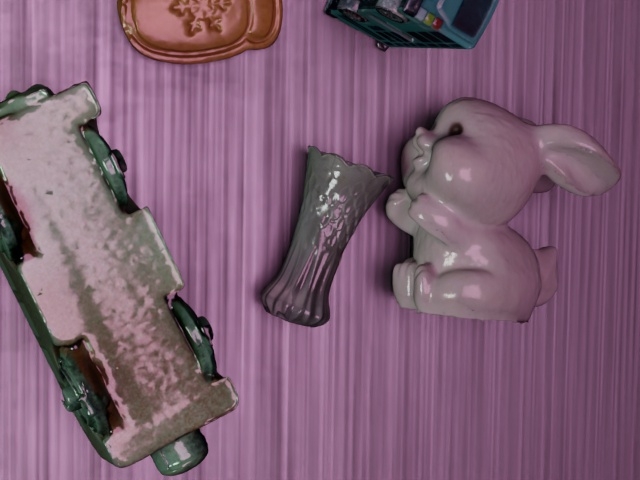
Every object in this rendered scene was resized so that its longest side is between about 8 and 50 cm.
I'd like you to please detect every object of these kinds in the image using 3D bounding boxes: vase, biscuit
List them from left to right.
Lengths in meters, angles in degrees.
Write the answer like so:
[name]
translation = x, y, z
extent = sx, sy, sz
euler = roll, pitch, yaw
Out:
[biscuit]
translation = -0.103, -0.209, 1.197
extent = 0.140, 0.023, 0.118
euler = -17, 100, -14
[vase]
translation = 0.000, 0.000, 1.219
extent = 0.081, 0.081, 0.148
euler = 21, 91, -17

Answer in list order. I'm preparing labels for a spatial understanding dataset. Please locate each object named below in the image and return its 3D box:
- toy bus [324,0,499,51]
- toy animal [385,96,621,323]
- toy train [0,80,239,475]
[toy bus]
translation = 0.077, -0.206, 1.183
extent = 0.092, 0.160, 0.079
euler = 27, 86, -26
[toy animal]
translation = 0.149, -0.020, 1.233
extent = 0.179, 0.127, 0.193
euler = 15, 89, -19
[toy train]
translation = -0.182, 0.035, 1.126
extent = 0.129, 0.159, 0.326
euler = -27, 98, -15
